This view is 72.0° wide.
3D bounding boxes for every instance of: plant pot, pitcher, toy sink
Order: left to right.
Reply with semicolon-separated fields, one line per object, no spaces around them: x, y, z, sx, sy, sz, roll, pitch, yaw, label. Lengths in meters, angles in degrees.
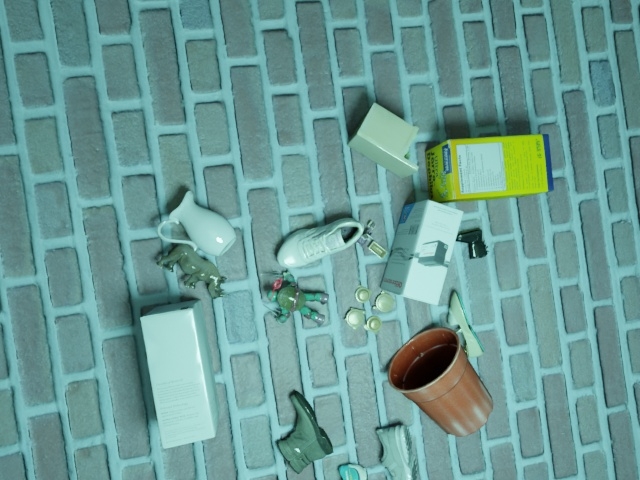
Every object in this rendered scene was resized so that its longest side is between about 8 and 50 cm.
-0.386;-0.028;1.383;0.207;0.125;0.177;40;74;1;pitcher
0.232;-0.331;1.471;0.234;0.153;0.131;30;85;-6;toy sink
0.407;0.476;1.447;0.272;0.272;0.265;-41;104;-7;plant pot

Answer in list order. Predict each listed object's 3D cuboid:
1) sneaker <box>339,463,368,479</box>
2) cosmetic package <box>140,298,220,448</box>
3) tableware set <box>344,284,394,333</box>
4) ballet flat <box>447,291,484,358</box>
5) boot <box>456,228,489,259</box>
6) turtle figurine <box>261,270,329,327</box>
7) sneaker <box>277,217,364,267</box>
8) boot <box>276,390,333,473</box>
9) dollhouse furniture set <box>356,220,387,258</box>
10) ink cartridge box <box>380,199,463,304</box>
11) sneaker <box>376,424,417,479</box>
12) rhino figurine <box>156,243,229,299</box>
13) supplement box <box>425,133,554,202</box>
0.090;0.890;1.476;0.110;0.107;0.275;8;83;11;sneaker
-0.414;0.385;1.332;0.156;0.217;0.384;-11;89;-9;cosmetic package
0.169;0.240;1.521;0.141;0.020;0.168;26;84;-10;tableware set
0.493;0.302;1.545;0.086;0.086;0.248;-26;94;-8;ballet flat
0.534;0.018;1.570;0.121;0.045;0.099;-12;95;-9;boot
-0.094;0.197;1.437;0.234;0.118;0.175;18;86;-14;turtle figurine
0.000;0.000;1.431;0.305;0.152;0.114;-25;95;-7;sneaker
-0.077;0.638;1.450;0.161;0.083;0.246;-28;92;-2;boot
0.195;0.002;1.496;0.114;0.081;0.091;38;84;-7;dollhouse furniture set
0.325;0.039;1.444;0.129;0.223;0.307;17;87;-10;ink cartridge box
0.261;0.759;1.507;0.116;0.105;0.280;-6;95;25;sneaker
-0.390;0.105;1.409;0.243;0.073;0.106;38;87;-8;rhino figurine
0.566;-0.238;1.500;0.357;0.195;0.193;-5;90;-10;supplement box
